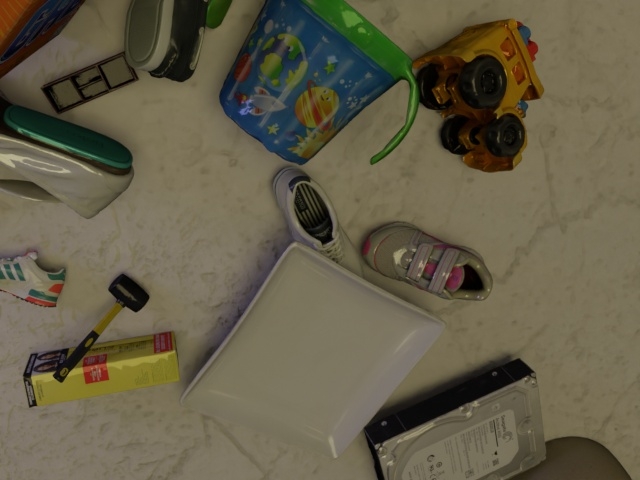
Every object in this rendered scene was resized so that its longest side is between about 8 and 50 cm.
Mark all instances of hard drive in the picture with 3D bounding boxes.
[{"bbox_3d":[0.267,0.392,1.286,0.338,0.064,0.237,-21,118,-12],"label":"hard drive"}]

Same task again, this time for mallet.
[{"bbox_3d":[-0.351,0.132,1.043,0.062,0.039,0.190,52,59,-16],"label":"mallet"}]

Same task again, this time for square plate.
[{"bbox_3d":[-0.010,0.199,1.153,0.343,0.049,0.347,29,106,-28],"label":"square plate"}]

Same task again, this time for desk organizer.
[{"bbox_3d":[-0.335,-0.229,0.977,0.130,0.050,0.047,-25,110,-6],"label":"desk organizer"}]

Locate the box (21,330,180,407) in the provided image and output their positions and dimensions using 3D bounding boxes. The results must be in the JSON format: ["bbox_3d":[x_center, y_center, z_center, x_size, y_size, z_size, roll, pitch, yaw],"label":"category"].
[{"bbox_3d":[-0.347,0.205,1.080,0.232,0.087,0.058,-7,107,-12],"label":"box"}]

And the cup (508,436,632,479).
[{"bbox_3d":[0.535,0.604,1.345,0.330,0.237,0.332,-4,107,-13],"label":"cup"}]

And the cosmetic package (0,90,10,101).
[{"bbox_3d":[-0.537,-0.123,0.949,0.239,0.060,0.099,-39,110,-2],"label":"cosmetic package"}]

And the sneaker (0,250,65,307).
[{"bbox_3d":[-0.470,0.043,1.025,0.161,0.057,0.075,25,81,-18],"label":"sneaker"}]

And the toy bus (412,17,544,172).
[{"bbox_3d":[0.288,-0.252,1.098,0.211,0.149,0.220,-40,114,-18],"label":"toy bus"}]

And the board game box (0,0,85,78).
[{"bbox_3d":[-0.382,-0.419,0.696,0.356,0.357,0.356,40,113,-21],"label":"board game box"}]

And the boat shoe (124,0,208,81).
[{"bbox_3d":[-0.203,-0.378,0.949,0.091,0.114,0.303,10,95,-54],"label":"boat shoe"}]

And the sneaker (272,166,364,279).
[{"bbox_3d":[0.000,0.000,1.108,0.094,0.091,0.258,-34,113,-3],"label":"sneaker"}]

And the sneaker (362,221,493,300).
[{"bbox_3d":[0.197,0.040,1.160,0.252,0.111,0.103,12,102,-17],"label":"sneaker"}]

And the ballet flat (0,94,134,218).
[{"bbox_3d":[-0.448,-0.140,0.878,0.400,0.139,0.139,27,97,-23],"label":"ballet flat"}]

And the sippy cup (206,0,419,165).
[{"bbox_3d":[-0.023,-0.242,0.974,0.240,0.305,0.224,22,112,-47],"label":"sippy cup"}]
